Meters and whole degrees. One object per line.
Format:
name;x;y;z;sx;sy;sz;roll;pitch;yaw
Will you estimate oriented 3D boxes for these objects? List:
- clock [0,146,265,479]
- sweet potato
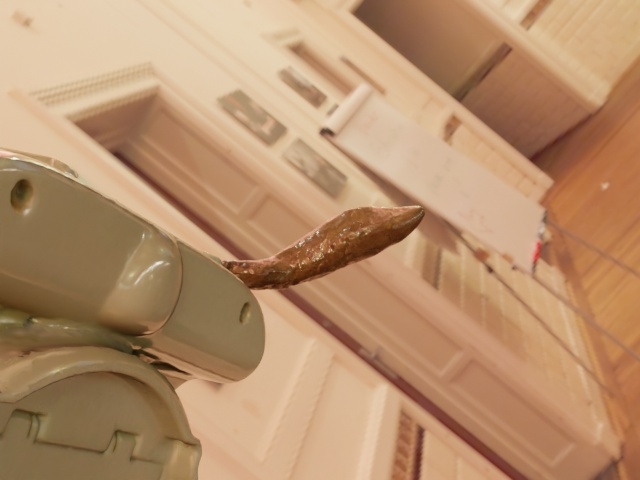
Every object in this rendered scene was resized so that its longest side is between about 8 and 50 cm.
clock;-0.149;0.134;0.389;0.265;0.109;0.324;38;-113;-64
sweet potato;0.000;0.006;0.644;0.153;0.041;0.038;-18;36;-11
